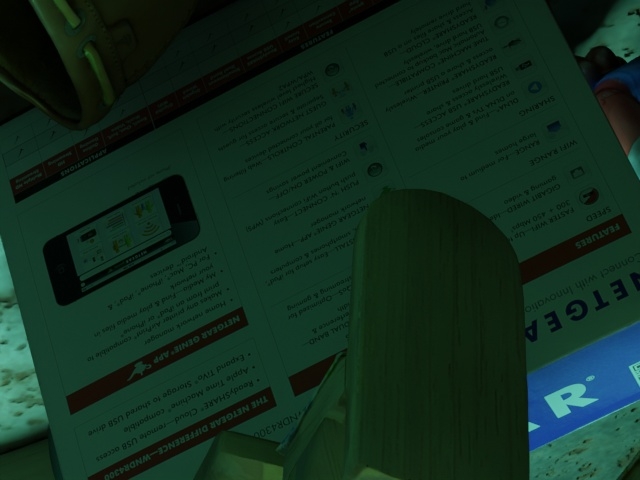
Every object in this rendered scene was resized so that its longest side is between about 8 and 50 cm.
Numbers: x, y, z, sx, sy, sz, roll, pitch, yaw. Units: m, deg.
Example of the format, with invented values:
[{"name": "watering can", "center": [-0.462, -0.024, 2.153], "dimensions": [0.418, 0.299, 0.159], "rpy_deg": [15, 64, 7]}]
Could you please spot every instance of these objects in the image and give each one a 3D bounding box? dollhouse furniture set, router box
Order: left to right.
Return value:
[{"name": "router box", "center": [0.000, 0.000, 0.991], "dimensions": [0.335, 0.301, 0.082], "rpy_deg": [-26, 146, 9]}, {"name": "dollhouse furniture set", "center": [0.126, 0.146, 0.862], "dimensions": [0.394, 0.256, 0.362], "rpy_deg": [15, 135, -12]}]

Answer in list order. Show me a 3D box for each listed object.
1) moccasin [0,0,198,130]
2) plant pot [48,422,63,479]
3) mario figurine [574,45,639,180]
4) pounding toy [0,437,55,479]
[{"name": "moccasin", "center": [-0.186, -0.153, 0.785], "dimensions": [0.147, 0.139, 0.380], "rpy_deg": [-64, 156, -7]}, {"name": "plant pot", "center": [-0.065, 0.128, 1.210], "dimensions": [0.195, 0.290, 0.290], "rpy_deg": [2, 165, 40]}, {"name": "mario figurine", "center": [0.221, -0.056, 1.091], "dimensions": [0.198, 0.170, 0.320], "rpy_deg": [16, 157, -40]}, {"name": "pounding toy", "center": [-0.194, 0.225, 1.390], "dimensions": [0.141, 0.100, 0.130], "rpy_deg": [-20, 147, -2]}]
